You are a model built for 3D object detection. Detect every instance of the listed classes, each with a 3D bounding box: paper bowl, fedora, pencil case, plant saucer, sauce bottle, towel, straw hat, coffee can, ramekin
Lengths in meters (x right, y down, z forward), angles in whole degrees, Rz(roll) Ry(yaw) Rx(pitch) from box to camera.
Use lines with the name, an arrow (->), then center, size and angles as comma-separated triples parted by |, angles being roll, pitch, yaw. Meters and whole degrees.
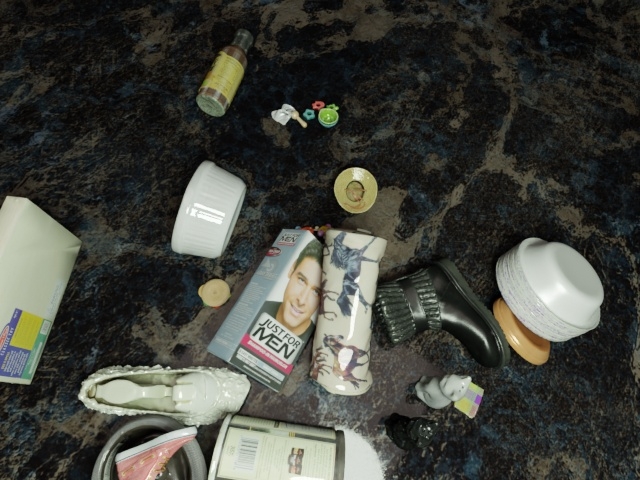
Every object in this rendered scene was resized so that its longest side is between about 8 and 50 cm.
paper bowl -> 0.643, 0.119, 1.110 | 0.284, 0.148, 0.284 | 16, 49, -20
fedora -> -0.377, 0.544, 0.922 | 0.275, 0.124, 0.244 | 40, 68, 20
pencil case -> 0.072, 0.163, 1.027 | 0.160, 0.183, 0.410 | 6, 85, 12
plant saucer -> 0.557, 0.238, 1.106 | 0.200, 0.037, 0.200 | 25, 39, -23
sauce bottle -> -0.323, -0.595, 1.415 | 0.111, 0.111, 0.344 | 16, 65, 3
towel -> 0.400, 0.426, 1.089 | 0.060, 0.009, 0.083 | 30, 68, 9
straw hat -> 0.108, -0.153, 1.284 | 0.145, 0.061, 0.144 | 0, 84, -1
coffee can -> -0.095, 0.517, 0.913 | 0.275, 0.201, 0.201 | 9, 67, 0
ramekin -> -0.300, -0.076, 1.122 | 0.127, 0.273, 0.272 | 19, 67, -9

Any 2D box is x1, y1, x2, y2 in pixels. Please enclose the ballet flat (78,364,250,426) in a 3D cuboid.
ballet flat -> -0.383, 0.379, 0.989 | 0.409, 0.147, 0.147 | 2, 67, -4

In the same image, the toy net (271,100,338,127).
toy net -> -0.053, -0.451, 1.406 | 0.232, 0.045, 0.122 | 6, 67, -1

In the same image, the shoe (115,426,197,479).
shoe -> -0.343, 0.467, 0.861 | 0.178, 0.063, 0.081 | -20, 64, -6

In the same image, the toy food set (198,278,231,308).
toy food set -> -0.299, 0.150, 1.150 | 0.083, 0.020, 0.082 | -31, 73, -16

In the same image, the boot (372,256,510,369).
boot -> 0.311, 0.234, 1.099 | 0.260, 0.131, 0.348 | -24, 66, -16

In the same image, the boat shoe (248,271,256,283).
boat shoe -> -0.181, 0.172, 1.122 | 0.073, 0.073, 0.207 | 8, 65, 3

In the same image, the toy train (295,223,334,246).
toy train -> 0.000, 0.000, 1.202 | 0.125, 0.046, 0.166 | -19, 34, -30

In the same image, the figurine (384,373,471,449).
figurine -> 0.267, 0.409, 0.978 | 0.092, 0.209, 0.215 | 42, 70, 13

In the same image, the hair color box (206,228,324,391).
hair color box -> -0.102, 0.172, 1.057 | 0.114, 0.185, 0.374 | 4, 56, 47

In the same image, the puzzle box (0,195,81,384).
puzzle box -> -0.740, 0.133, 0.991 | 0.052, 0.272, 0.408 | 7, 66, -1
